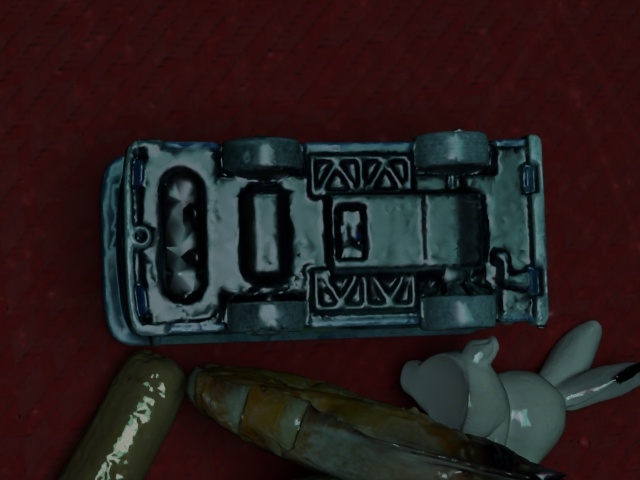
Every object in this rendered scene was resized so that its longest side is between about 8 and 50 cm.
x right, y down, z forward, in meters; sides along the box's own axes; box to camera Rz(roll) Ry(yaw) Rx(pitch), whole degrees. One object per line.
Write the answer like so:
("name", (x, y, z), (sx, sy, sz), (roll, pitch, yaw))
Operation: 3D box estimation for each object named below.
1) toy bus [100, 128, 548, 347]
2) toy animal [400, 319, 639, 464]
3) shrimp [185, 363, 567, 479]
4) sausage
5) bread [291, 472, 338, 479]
("toy bus", (0.000, 0.000, 1.363), (0.312, 0.190, 0.152), (-1, 87, -13))
("toy animal", (0.169, 0.133, 1.434), (0.181, 0.131, 0.127), (12, 119, -39))
("shrimp", (0.044, 0.141, 1.336), (0.317, 0.164, 0.062), (14, 99, 29))
("sausage", (-0.193, 0.218, 1.373), (0.066, 0.066, 0.301), (34, 82, -9))
("bread", (0.023, 0.314, 1.364), (0.305, 0.159, 0.305), (1, 86, -13))
